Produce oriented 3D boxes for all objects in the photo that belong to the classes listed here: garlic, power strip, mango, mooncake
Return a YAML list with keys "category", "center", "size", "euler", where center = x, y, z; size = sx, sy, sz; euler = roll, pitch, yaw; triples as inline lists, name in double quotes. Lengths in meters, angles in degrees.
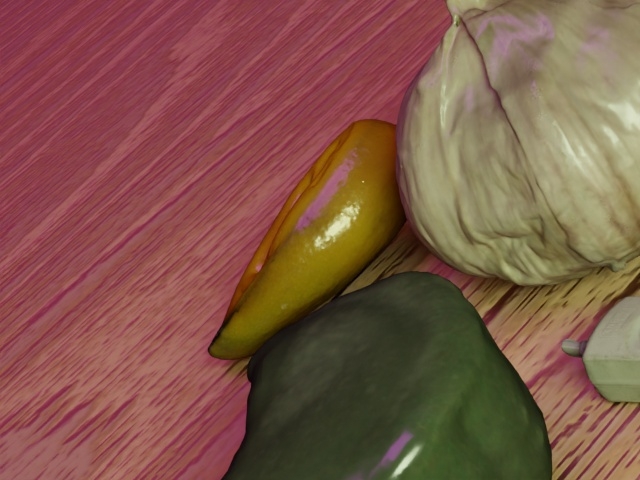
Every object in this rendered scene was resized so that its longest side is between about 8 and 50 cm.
- category: "garlic"
  center: [0.108, -0.096, 0.820]
  size: [0.218, 0.212, 0.218]
  euler: [-33, 19, 13]
- category: "power strip"
  center: [0.179, 0.046, 0.674]
  size: [0.191, 0.030, 0.047]
  euler: [-4, 35, 47]
- category: "mango"
  center: [0.000, 0.000, 0.932]
  size: [0.187, 0.066, 0.101]
  euler: [-49, 5, -7]
- category: "mooncake"
  center: [0.017, 0.100, 0.680]
  size: [0.168, 0.104, 0.175]
  euler: [7, 46, 51]
